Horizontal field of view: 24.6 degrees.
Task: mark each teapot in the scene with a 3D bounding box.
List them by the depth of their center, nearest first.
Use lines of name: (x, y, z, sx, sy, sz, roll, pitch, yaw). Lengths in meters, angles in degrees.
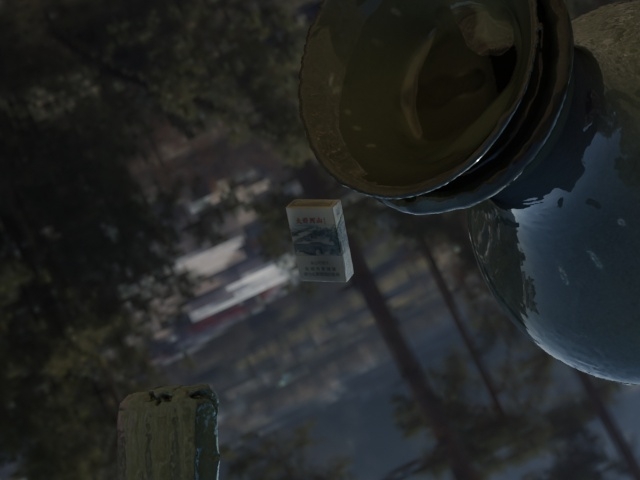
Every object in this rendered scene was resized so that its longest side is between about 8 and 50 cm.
teapot: (0.106, -0.039, 0.618, 0.183, 0.184, 0.251, -31, 150, 29)

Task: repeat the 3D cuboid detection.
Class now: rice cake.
rice cake: (-0.133, 0.232, 1.274, 0.124, 0.211, 0.038, -13, 167, 42)

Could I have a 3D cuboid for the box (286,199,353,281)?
box: (0.000, 0.000, 1.475, 0.054, 0.083, 0.024, 2, -155, 28)
